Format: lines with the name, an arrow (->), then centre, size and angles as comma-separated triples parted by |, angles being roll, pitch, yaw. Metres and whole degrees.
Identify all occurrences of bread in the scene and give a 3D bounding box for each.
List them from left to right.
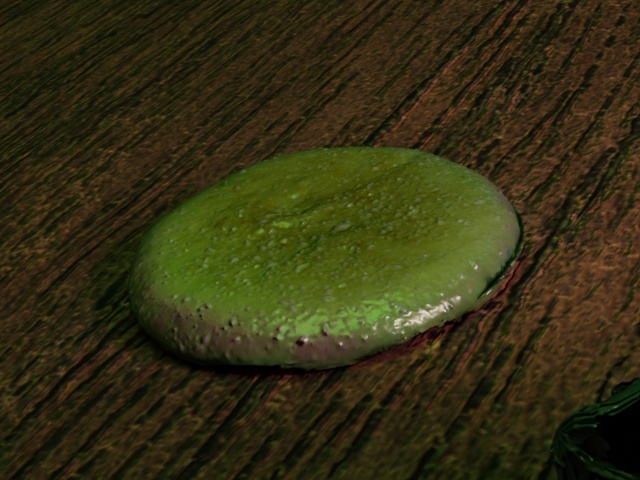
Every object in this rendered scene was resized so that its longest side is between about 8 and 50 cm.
bread -> 0.002, 0.003, 0.991 | 0.301, 0.045, 0.301 | -9, 30, 5

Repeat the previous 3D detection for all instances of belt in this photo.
belt -> 0.170, 0.121, 0.646 | 0.058, 0.105, 0.140 | -26, 22, -23
